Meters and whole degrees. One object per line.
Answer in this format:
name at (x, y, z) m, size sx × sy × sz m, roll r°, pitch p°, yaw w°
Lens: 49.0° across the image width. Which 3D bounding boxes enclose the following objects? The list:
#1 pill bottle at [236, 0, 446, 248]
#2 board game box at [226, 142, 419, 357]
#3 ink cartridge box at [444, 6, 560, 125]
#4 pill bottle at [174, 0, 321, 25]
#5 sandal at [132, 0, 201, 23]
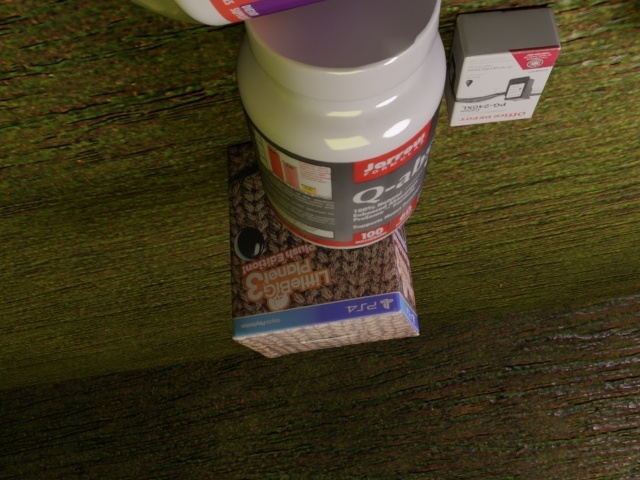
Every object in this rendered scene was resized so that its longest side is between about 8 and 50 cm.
pill bottle at (0.022, -0.145, 0.758) m, size 0.210 × 0.210 × 0.363 m, roll -5°, pitch 159°, yaw 1°
board game box at (0.000, 0.000, 1.009) m, size 0.232 × 0.290 × 0.141 m, roll -11°, pitch 158°, yaw 14°
ink cartridge box at (0.213, -0.205, 0.848) m, size 0.109 × 0.063 × 0.150 m, roll -6°, pitch 158°, yaw 2°
pill bottle at (0.037, -0.271, 0.484) m, size 0.323 × 0.181 × 0.181 m, roll -10°, pitch 158°, yaw 12°
sandal at (-0.194, -0.259, 0.591) m, size 0.120 × 0.086 × 0.303 m, roll -20°, pitch 154°, yaw 33°
